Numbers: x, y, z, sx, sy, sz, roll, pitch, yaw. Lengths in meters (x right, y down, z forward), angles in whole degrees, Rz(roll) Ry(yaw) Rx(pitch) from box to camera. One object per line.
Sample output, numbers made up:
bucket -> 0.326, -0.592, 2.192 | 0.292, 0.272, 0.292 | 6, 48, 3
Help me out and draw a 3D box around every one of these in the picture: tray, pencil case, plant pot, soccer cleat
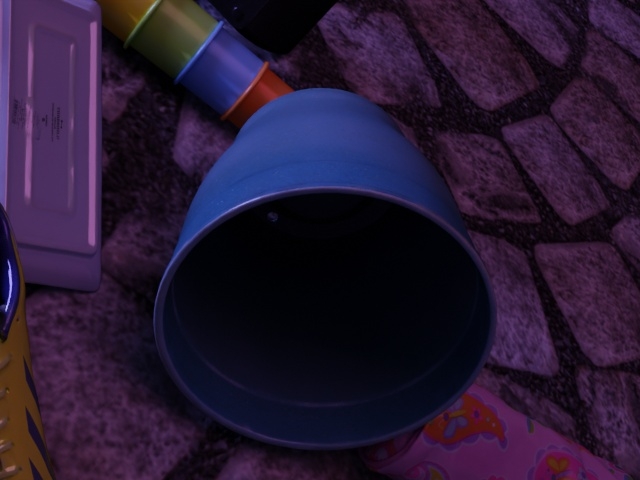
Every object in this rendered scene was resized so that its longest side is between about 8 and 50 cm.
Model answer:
tray -> -0.231, -0.098, 0.845 | 0.145, 0.030, 0.270 | 13, 71, -52
pencil case -> 0.175, 0.220, 0.976 | 0.284, 0.124, 0.124 | 29, 44, -21
plant pot -> 0.000, 0.000, 0.903 | 0.272, 0.271, 0.255 | 29, 29, -21
soccer cleat -> -0.236, 0.095, 0.686 | 0.093, 0.121, 0.289 | -8, 77, -27
plant pot -> -0.064, -0.322, 1.096 | 0.187, 0.188, 0.167 | 46, 21, -2

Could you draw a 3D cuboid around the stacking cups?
stacking cups -> -0.106, -0.175, 1.057 | 0.316, 0.096, 0.096 | 39, 42, -11
